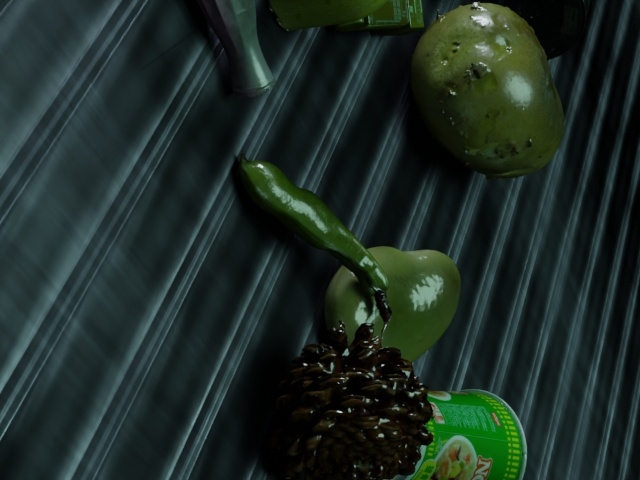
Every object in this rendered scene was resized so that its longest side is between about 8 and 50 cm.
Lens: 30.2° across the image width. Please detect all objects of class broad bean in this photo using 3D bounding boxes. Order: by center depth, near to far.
[{"bbox_3d":[0.002,-0.006,1.576,0.318,0.056,0.098,47,27,-18],"label":"broad bean"},{"bbox_3d":[0.095,0.100,1.739,0.263,0.121,0.189,-14,101,-43],"label":"broad bean"}]

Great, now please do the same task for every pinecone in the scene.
[{"bbox_3d":[0.041,0.214,1.530,0.221,0.221,0.221,14,73,-57],"label":"pinecone"}]

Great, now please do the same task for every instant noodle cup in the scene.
[{"bbox_3d":[0.153,0.301,1.728,0.232,0.207,0.207,19,69,-46],"label":"instant noodle cup"}]

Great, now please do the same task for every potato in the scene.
[{"bbox_3d":[0.297,-0.226,1.995,0.359,0.219,0.270,46,41,-48],"label":"potato"}]

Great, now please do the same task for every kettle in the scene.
[{"bbox_3d":[0.446,-0.488,2.299,0.262,0.203,0.308,61,36,-29],"label":"kettle"}]

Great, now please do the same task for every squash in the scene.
[{"bbox_3d":[0.021,-0.352,1.612,0.123,0.186,0.123,-1,92,-54],"label":"squash"}]

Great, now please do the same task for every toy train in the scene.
[{"bbox_3d":[0.079,-0.378,1.793,0.225,0.090,0.137,-19,104,-57],"label":"toy train"}]

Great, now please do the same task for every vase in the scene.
[{"bbox_3d":[-0.112,-0.287,1.486,0.086,0.086,0.214,-50,131,-49],"label":"vase"}]
